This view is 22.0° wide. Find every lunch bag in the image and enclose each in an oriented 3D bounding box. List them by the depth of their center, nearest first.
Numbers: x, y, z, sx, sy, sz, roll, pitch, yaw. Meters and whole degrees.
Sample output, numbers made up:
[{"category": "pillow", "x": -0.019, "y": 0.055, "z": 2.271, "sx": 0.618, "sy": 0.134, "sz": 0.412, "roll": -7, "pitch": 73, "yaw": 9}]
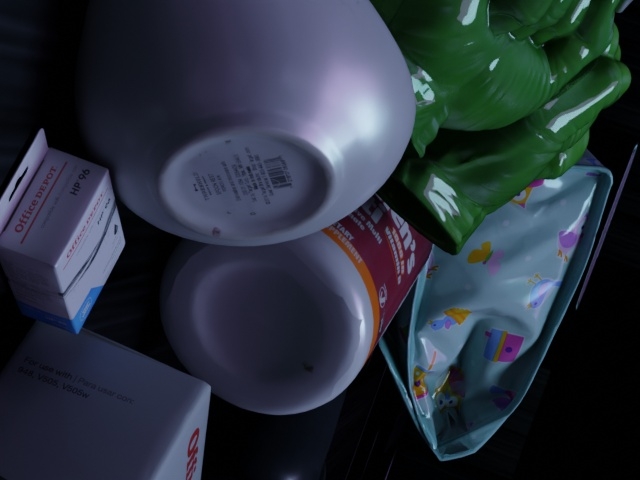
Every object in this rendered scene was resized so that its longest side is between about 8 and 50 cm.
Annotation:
[{"category": "lunch bag", "x": 0.108, "y": 0.015, "z": 1.318, "sx": 0.223, "sy": 0.160, "sz": 0.262, "roll": -108, "pitch": -151, "yaw": -64}]

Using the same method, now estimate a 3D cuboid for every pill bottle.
[{"category": "pill bottle", "x": 0.000, "y": 0.000, "z": 0.965, "sx": 0.221, "sy": 0.121, "sz": 0.121, "roll": -53, "pitch": 161, "yaw": -60}]

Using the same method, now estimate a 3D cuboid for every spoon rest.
[{"category": "spoon rest", "x": -0.040, "y": -0.090, "z": 0.611, "sx": 0.276, "sy": 0.137, "sz": 0.084, "roll": 76, "pitch": 8, "yaw": -55}]

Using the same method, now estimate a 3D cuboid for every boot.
[{"category": "boot", "x": -0.004, "y": 0.054, "z": 1.126, "sx": 0.246, "sy": 0.094, "sz": 0.207, "roll": -61, "pitch": 173, "yaw": -73}]

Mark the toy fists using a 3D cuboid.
[{"category": "toy fists", "x": 0.083, "y": -0.087, "z": 0.795, "sx": 0.142, "sy": 0.096, "sz": 0.279, "roll": -48, "pitch": 159, "yaw": -5}]

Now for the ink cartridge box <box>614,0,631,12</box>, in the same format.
[{"category": "ink cartridge box", "x": 0.208, "y": -0.223, "z": 0.840, "sx": 0.209, "sy": 0.062, "sz": 0.109, "roll": -46, "pitch": 174, "yaw": -11}]

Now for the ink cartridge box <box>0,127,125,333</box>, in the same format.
[{"category": "ink cartridge box", "x": -0.104, "y": -0.003, "z": 0.658, "sx": 0.083, "sy": 0.028, "sz": 0.048, "roll": 89, "pitch": 23, "yaw": -64}]

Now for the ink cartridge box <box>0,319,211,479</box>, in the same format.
[{"category": "ink cartridge box", "x": -0.127, "y": 0.159, "z": 0.686, "sx": 0.153, "sy": 0.087, "sz": 0.208, "roll": 100, "pitch": 13, "yaw": -49}]
